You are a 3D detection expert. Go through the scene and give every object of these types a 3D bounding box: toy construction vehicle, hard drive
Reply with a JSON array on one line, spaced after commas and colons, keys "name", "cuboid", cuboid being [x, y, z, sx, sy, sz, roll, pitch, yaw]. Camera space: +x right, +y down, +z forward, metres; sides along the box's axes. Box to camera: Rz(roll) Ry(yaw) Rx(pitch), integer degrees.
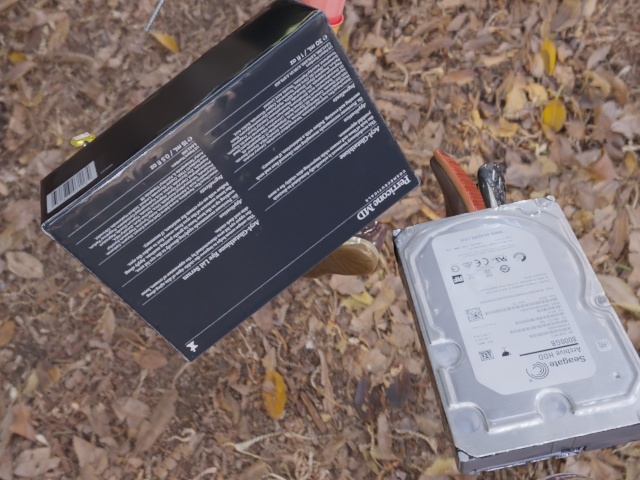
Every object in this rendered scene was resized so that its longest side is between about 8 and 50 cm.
[{"name": "toy construction vehicle", "cuboid": [-0.260, -0.116, 0.843, 0.098, 0.035, 0.086, 18, 37, 33]}, {"name": "hard drive", "cuboid": [0.239, 0.102, 0.836, 0.236, 0.064, 0.339, -12, 51, 2]}]

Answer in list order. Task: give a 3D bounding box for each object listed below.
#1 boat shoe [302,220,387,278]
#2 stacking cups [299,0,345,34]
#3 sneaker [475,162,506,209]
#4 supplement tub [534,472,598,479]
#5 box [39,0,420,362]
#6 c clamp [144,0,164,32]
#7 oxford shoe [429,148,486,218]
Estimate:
[{"name": "boat shoe", "cuboid": [0.000, 0.000, 1.454, 0.342, 0.123, 0.123, -3, 48, 45]}, {"name": "stacking cups", "cuboid": [-0.026, -0.280, 1.072, 0.096, 0.316, 0.096, 8, 50, -10]}, {"name": "sneaker", "cuboid": [0.337, -0.061, 1.402, 0.107, 0.272, 0.100, 4, 59, 15]}, {"name": "supplement tub", "cuboid": [0.476, 0.545, 1.171, 0.240, 0.331, 0.241, 0, 79, -2]}, {"name": "box", "cuboid": [-0.073, -0.050, 0.570, 0.261, 0.184, 0.103, -37, 33, -1]}, {"name": "c clamp", "cuboid": [-0.238, -0.371, 0.864, 0.160, 0.022, 0.137, 43, 100, 17]}, {"name": "oxford shoe", "cuboid": [0.245, -0.034, 1.176, 0.098, 0.097, 0.271, -31, 72, 27]}]
